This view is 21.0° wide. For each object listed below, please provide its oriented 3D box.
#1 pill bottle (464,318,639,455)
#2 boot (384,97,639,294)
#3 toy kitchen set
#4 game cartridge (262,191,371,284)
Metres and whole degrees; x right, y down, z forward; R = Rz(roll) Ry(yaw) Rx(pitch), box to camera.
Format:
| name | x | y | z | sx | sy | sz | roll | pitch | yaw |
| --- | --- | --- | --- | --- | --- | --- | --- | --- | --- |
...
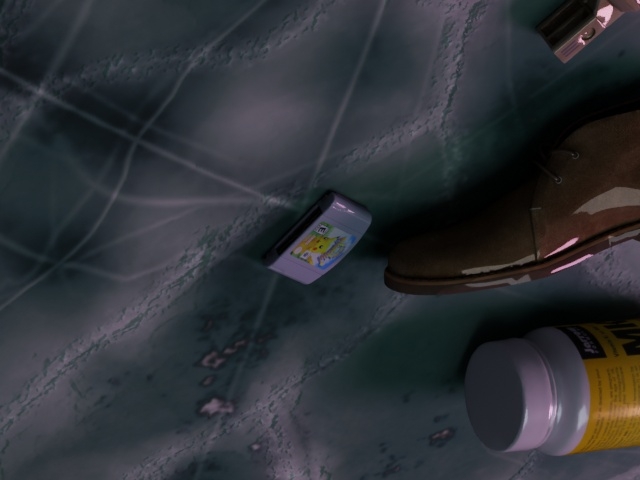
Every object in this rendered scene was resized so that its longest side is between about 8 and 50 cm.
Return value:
| name | x | y | z | sx | sy | sz | roll | pitch | yaw |
| --- | --- | --- | --- | --- | --- | --- | --- | --- | --- |
| pill bottle | 0.244 | 0.133 | 1.572 | 0.208 | 0.119 | 0.119 | -3 | 134 | -28 |
| boot | 0.188 | -0.038 | 1.400 | 0.305 | 0.112 | 0.115 | -18 | 109 | -6 |
| toy kitchen set | 0.187 | -0.171 | 1.255 | 0.075 | 0.068 | 0.083 | -41 | 138 | 15 |
| game cartridge | 0.000 | 0.000 | 1.371 | 0.083 | 0.017 | 0.056 | -45 | 141 | 20 |
